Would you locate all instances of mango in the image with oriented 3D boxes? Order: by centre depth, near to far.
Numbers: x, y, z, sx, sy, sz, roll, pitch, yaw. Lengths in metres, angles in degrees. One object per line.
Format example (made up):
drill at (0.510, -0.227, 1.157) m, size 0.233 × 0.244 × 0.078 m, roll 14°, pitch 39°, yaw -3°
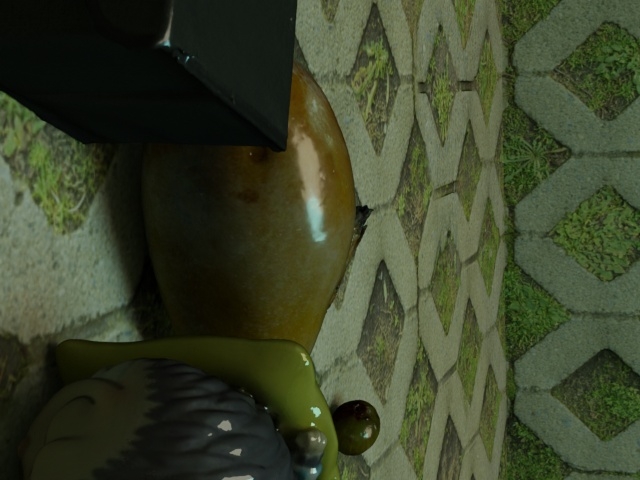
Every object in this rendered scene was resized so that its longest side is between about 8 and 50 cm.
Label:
mango at (-0.071, -0.013, 1.114) m, size 0.199 × 0.222 × 0.383 m, roll -26°, pitch 118°, yaw -53°

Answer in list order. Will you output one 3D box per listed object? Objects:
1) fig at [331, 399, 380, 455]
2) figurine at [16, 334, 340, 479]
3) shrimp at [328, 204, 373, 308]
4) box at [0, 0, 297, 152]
fig at (0.049, 0.293, 1.706) m, size 0.084 × 0.082 × 0.098 m, roll -123°, pitch -144°, yaw -55°
figurine at (-0.117, 0.301, 0.895) m, size 0.361 × 0.266 × 0.377 m, roll 58°, pitch 31°, yaw -29°
shrimp at (0.000, 0.000, 1.561) m, size 0.317 × 0.062 × 0.164 m, roll -51°, pitch 138°, yaw -54°
box at (-0.146, -0.267, 0.908) m, size 0.251 × 0.205 × 0.345 m, roll 36°, pitch 57°, yaw -68°
